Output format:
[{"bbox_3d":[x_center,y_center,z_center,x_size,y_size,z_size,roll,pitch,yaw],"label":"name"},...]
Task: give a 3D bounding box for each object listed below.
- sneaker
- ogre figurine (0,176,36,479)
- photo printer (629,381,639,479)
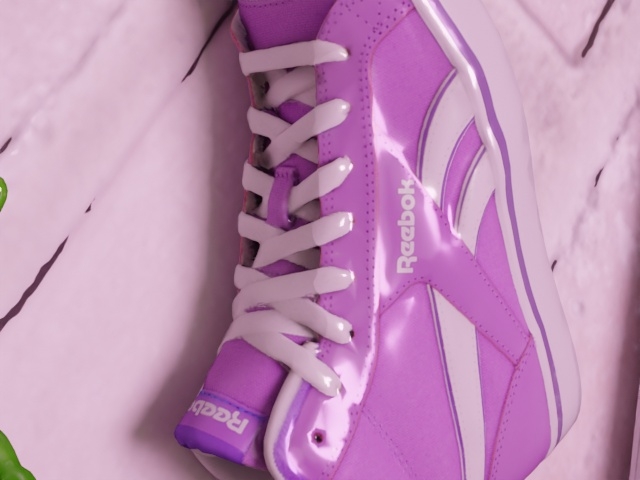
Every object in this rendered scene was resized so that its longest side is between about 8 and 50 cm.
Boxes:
[{"bbox_3d":[0.001,0.000,0.472,0.161,0.102,0.282,-32,107,-31],"label":"sneaker"},{"bbox_3d":[-0.151,0.040,0.359,0.118,0.097,0.197,-15,114,-56],"label":"ogre figurine"},{"bbox_3d":[0.288,0.038,0.688,0.256,0.107,0.307,16,78,-37],"label":"photo printer"}]
